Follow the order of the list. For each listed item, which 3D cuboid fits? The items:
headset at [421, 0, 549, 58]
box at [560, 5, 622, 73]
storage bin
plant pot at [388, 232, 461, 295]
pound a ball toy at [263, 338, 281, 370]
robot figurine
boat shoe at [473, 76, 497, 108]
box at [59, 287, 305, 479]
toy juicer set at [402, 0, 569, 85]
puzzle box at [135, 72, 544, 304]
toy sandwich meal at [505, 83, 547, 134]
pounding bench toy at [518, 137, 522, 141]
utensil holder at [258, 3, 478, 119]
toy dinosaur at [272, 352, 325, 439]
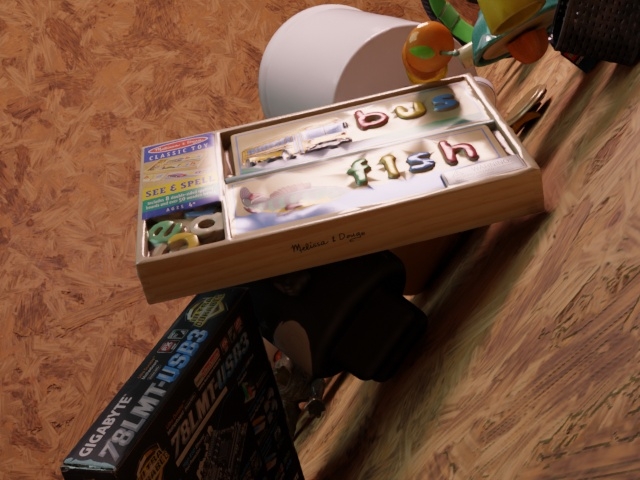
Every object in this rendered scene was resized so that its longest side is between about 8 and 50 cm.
[{"bbox_3d":[0.352,-0.467,1.759,0.185,0.243,0.394,-56,23,-20],"label":"headset"},{"bbox_3d":[0.375,-0.315,1.267,0.159,0.044,0.233,-54,3,24],"label":"box"},{"bbox_3d":[0.307,-0.284,1.029,0.122,0.084,0.180,-62,-15,-71],"label":"storage bin"},{"bbox_3d":[0.105,-0.038,1.278,0.205,0.205,0.188,-64,-6,-74],"label":"plant pot"},{"bbox_3d":[-0.046,0.199,1.631,0.319,0.208,0.136,-64,34,33],"label":"pound a ball toy"},{"bbox_3d":[-0.011,0.045,1.143,0.173,0.278,0.209,-38,-27,-32],"label":"robot figurine"},{"bbox_3d":[0.211,-0.147,1.638,0.267,0.096,0.088,-56,6,18],"label":"boat shoe"},{"bbox_3d":[-0.124,0.248,1.035,0.295,0.073,0.293,-58,-41,-52],"label":"box"},{"bbox_3d":[0.217,-0.242,1.221,0.209,0.089,0.329,-33,-7,27],"label":"toy juicer set"},{"bbox_3d":[0.005,-0.070,1.061,0.272,0.408,0.052,-106,3,-59],"label":"puzzle box"},{"bbox_3d":[0.289,-0.180,1.356,0.085,0.029,0.085,-48,6,7],"label":"toy sandwich meal"},{"bbox_3d":[0.234,-0.135,1.341,0.052,0.065,0.083,-55,3,6],"label":"pounding bench toy"},{"bbox_3d":[0.091,-0.289,1.919,0.328,0.327,0.385,-55,27,0],"label":"utensil holder"},{"bbox_3d":[-0.009,0.162,1.457,0.313,0.121,0.160,-59,15,5],"label":"toy dinosaur"}]
